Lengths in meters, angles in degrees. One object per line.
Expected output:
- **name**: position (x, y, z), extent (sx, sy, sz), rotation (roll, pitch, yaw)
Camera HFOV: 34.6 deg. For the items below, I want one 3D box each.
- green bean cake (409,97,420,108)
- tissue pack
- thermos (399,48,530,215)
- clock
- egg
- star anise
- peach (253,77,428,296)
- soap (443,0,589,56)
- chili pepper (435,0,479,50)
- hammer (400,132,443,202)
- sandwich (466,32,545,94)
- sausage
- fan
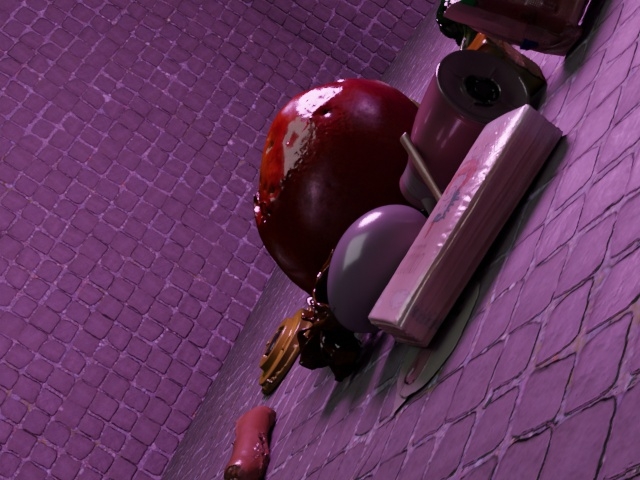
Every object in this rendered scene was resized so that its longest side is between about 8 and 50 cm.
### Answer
- **green bean cake**: position (0.162, -0.194, 2.230), extent (0.214, 0.113, 0.200), rotation (-59, 5, -10)
- **tissue pack**: position (0.181, -0.016, 1.337), extent (0.325, 0.071, 0.170), rotation (-57, 8, -6)
- **thermos**: position (0.204, -0.164, 1.599), extent (0.265, 0.146, 0.176), rotation (116, 159, -54)
- **clock**: position (-0.087, 0.242, 2.350), extent (0.237, 0.057, 0.237), rotation (-58, 7, 11)
- **egg**: position (0.088, 0.041, 1.476), extent (0.198, 0.146, 0.146), rotation (-54, 5, -7)
- **star anise**: position (0.032, 0.127, 1.634), extent (0.220, 0.126, 0.190), rotation (135, 154, -75)
- **peach**: position (0.050, -0.079, 1.920), extent (0.339, 0.353, 0.416), rotation (114, 146, -86)
- **soap**: position (0.335, -0.417, 1.552), extent (0.098, 0.218, 0.273), rotation (97, -164, -64)
- **chili pepper**: position (0.314, -0.447, 2.051), extent (0.261, 0.165, 0.174), rotation (-59, 17, -20)
- **hammer**: position (0.163, -0.082, 1.524), extent (0.199, 0.013, 0.062), rotation (64, 143, 32)
- **sandwich**: position (0.253, -0.230, 1.630), extent (0.187, 0.117, 0.144), rotation (-55, 4, 26)
- **sausage**: position (-0.128, 0.377, 1.915), extent (0.078, 0.078, 0.304), rotation (-57, 6, 14)
- **fan**: position (0.107, 0.179, 1.281), extent (0.310, 0.010, 0.182), rotation (-58, 6, -5)
